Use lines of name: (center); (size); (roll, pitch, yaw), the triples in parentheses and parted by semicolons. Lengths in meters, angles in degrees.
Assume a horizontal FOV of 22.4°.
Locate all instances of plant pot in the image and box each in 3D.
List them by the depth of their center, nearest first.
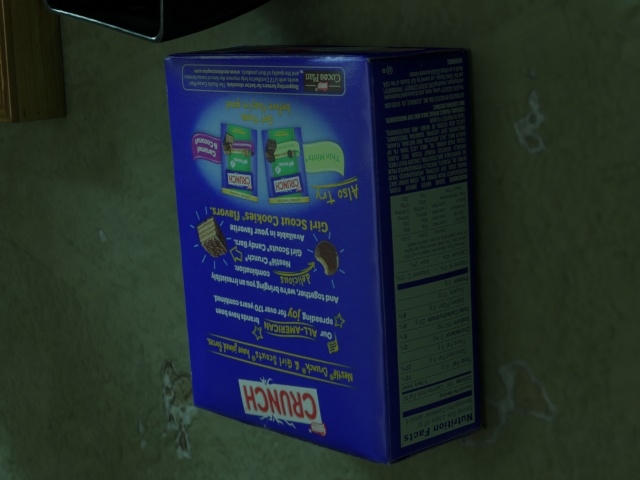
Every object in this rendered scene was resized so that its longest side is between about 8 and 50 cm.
plant pot: (-0.119, -0.280, 1.381); (0.187, 0.167, 0.188); (22, 115, 47)

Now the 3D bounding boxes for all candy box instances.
candy box: (0.000, 0.000, 1.339); (0.268, 0.122, 0.317); (9, 105, 49)

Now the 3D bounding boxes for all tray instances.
tray: (-0.374, -0.342, 1.762); (0.203, 0.076, 0.411); (12, 109, 50)
